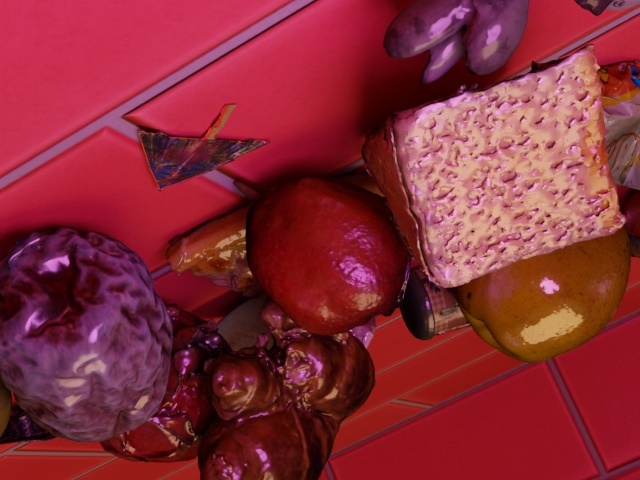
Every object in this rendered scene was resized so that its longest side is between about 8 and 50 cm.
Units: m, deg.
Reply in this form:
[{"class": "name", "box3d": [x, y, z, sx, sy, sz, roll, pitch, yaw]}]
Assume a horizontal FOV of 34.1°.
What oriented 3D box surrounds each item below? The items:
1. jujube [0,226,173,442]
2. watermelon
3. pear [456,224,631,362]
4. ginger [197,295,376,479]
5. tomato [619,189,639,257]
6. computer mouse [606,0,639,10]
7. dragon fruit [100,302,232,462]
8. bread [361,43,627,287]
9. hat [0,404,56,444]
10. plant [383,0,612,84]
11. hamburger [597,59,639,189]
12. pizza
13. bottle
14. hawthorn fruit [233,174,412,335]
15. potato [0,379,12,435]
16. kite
[{"class": "jujube", "box3d": [-0.282, 0.112, 1.235, 0.226, 0.226, 0.317, -19, 153, -10]}, {"class": "watermelon", "box3d": [-0.030, 0.170, 1.679, 0.310, 0.232, 0.193, 15, 107, -39]}, {"class": "pear", "box3d": [0.356, 0.046, 1.673, 0.294, 0.294, 0.294, -20, 160, -7]}, {"class": "ginger", "box3d": [-0.050, 0.221, 1.419, 0.357, 0.152, 0.274, -52, 151, -32]}, {"class": "tomato", "box3d": [0.673, -0.060, 1.891, 0.309, 0.170, 0.309, -3, -169, 1]}, {"class": "computer mouse", "box3d": [0.354, -0.281, 1.168, 0.110, 0.032, 0.056, -17, 160, -16]}, {"class": "dragon fruit", "box3d": [-0.231, 0.209, 1.497, 0.244, 0.244, 0.299, -10, 168, -31]}, {"class": "bread", "box3d": [0.162, -0.135, 1.120, 0.248, 0.315, 0.279, -23, 136, -5]}, {"class": "hat", "box3d": [-0.484, 0.297, 1.722, 0.121, 0.050, 0.121, -1, -161, 0]}, {"class": "plant", "box3d": [0.169, -0.244, 0.909, 0.146, 0.149, 0.274, 16, 139, -32]}, {"class": "hamburger", "box3d": [0.344, -0.113, 1.421, 0.260, 0.150, 0.276, -2, 153, -41]}, {"class": "pizza", "box3d": [-0.045, 0.008, 1.417, 0.323, 0.089, 0.223, -18, 157, -10]}, {"class": "bottle", "box3d": [0.277, 0.076, 1.865, 0.271, 0.143, 0.156, -15, 120, -12]}, {"class": "hawthorn fruit", "box3d": [0.000, 0.000, 1.248, 0.189, 0.251, 0.189, -51, -177, 4]}, {"class": "potato", "box3d": [-0.476, 0.192, 1.299, 0.186, 0.148, 0.253, 35, 150, -30]}, {"class": "kite", "box3d": [-0.136, -0.101, 1.143, 0.190, 0.010, 0.159, -1, 150, -49]}]
